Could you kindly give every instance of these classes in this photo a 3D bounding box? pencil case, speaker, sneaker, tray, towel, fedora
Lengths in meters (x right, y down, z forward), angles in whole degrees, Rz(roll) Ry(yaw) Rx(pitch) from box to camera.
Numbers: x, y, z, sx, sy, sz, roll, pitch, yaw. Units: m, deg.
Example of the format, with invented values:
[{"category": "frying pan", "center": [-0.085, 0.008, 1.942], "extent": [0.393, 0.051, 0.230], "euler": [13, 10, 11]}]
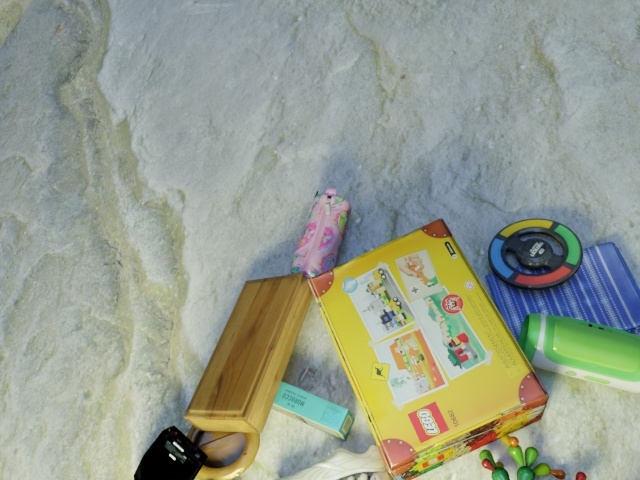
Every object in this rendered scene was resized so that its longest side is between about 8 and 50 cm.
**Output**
[{"category": "pencil case", "center": [0.000, 0.000, 1.760], "extent": [0.124, 0.124, 0.284], "euler": [10, 66, 19]}, {"category": "speaker", "center": [0.605, 0.252, 1.435], "extent": [0.296, 0.131, 0.131], "euler": [13, 65, 9]}, {"category": "sneaker", "center": [0.017, 0.546, 1.471], "extent": [0.291, 0.110, 0.118], "euler": [-10, 49, 4]}, {"category": "tray", "center": [-0.170, 0.270, 1.591], "extent": [0.202, 0.076, 0.411], "euler": [-10, 44, 36]}, {"category": "towel", "center": [0.606, 0.143, 1.569], "extent": [0.335, 0.040, 0.243], "euler": [-16, 58, 6]}, {"category": "fedora", "center": [-0.234, 0.503, 1.564], "extent": [0.194, 0.079, 0.195], "euler": [-6, 60, 10]}]

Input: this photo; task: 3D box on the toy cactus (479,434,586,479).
[{"category": "toy cactus", "center": [0.436, 0.520, 1.357], "extent": [0.218, 0.112, 0.181], "euler": [19, 58, 21]}]

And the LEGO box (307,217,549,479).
[{"category": "LEGO box", "center": [0.238, 0.251, 1.514], "extent": [0.372, 0.193, 0.500], "euler": [-24, 59, 0]}]

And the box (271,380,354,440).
[{"category": "box", "center": [-0.044, 0.405, 1.558], "extent": [0.244, 0.101, 0.060], "euler": [18, 66, 22]}]

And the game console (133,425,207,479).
[{"category": "game console", "center": [-0.282, 0.619, 1.492], "extent": [0.361, 0.044, 0.213], "euler": [38, 110, 15]}]

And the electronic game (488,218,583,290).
[{"category": "electronic game", "center": [0.542, 0.032, 1.618], "extent": [0.229, 0.048, 0.229], "euler": [-11, 46, 11]}]
